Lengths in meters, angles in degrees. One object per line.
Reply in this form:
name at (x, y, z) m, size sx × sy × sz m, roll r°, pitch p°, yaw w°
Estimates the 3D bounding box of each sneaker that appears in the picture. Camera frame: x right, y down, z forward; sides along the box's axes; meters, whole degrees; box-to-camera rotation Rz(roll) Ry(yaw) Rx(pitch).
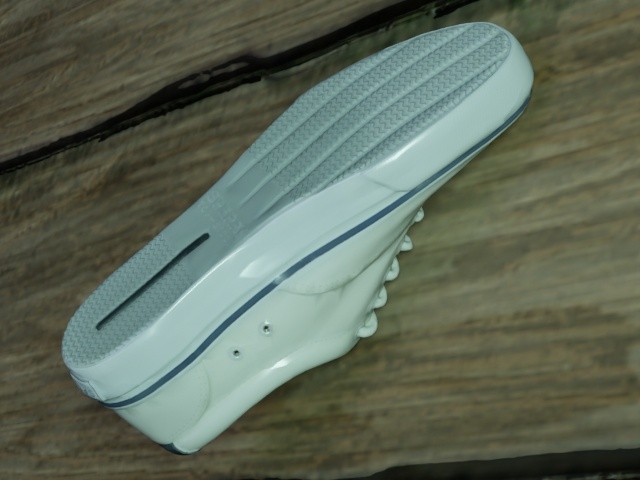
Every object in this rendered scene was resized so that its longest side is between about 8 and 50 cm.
sneaker at (0.000, 0.000, 0.844) m, size 0.258 × 0.091 × 0.094 m, roll -37°, pitch 35°, yaw 6°
